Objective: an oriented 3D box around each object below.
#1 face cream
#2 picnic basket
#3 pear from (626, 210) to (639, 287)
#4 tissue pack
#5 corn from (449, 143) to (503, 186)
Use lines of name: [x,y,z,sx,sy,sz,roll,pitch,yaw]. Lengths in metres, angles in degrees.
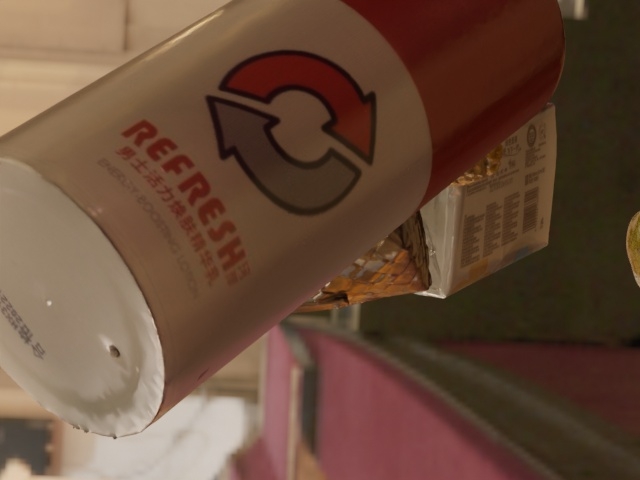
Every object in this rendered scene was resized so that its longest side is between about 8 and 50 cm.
face cream: [-0.014,-0.033,0.569,0.214,0.096,0.096,-37,-30,-38]
picnic basket: [0.000,0.000,1.503,0.138,0.178,0.128,60,-160,-65]
pear: [0.363,-0.001,1.631,0.104,0.141,0.141,105,167,-81]
tissue pack: [0.122,-0.052,1.704,0.229,0.145,0.159,-24,-60,-56]
corn: [0.072,-0.166,1.177,0.097,0.097,0.262,-164,63,-83]
